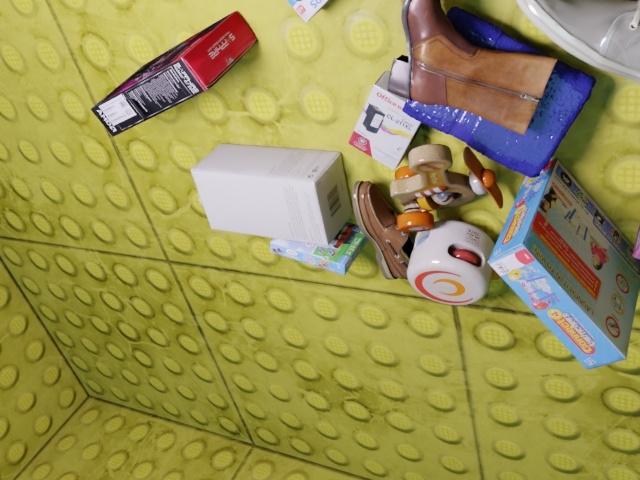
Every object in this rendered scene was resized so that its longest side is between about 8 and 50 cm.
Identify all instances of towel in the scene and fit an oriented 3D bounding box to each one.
[{"bbox_3d":[0.338,-0.283,1.294,0.308,0.076,0.227,31,122,10],"label":"towel"}]

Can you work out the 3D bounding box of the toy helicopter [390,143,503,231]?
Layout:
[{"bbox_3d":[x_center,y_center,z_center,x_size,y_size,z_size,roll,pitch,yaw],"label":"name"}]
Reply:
[{"bbox_3d":[0.257,-0.123,1.387,0.235,0.140,0.355,-4,167,14],"label":"toy helicopter"}]

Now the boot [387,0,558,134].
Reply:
[{"bbox_3d":[0.278,-0.344,1.194,0.281,0.096,0.264,19,117,15],"label":"boot"}]

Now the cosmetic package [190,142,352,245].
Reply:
[{"bbox_3d":[-0.125,-0.123,1.713,0.366,0.155,0.196,10,131,27],"label":"cosmetic package"}]

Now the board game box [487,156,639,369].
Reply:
[{"bbox_3d":[0.501,0.040,1.333,0.308,0.302,0.086,46,138,-10],"label":"board game box"}]

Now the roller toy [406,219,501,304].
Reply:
[{"bbox_3d":[0.311,0.048,1.572,0.209,0.146,0.191,-2,144,31],"label":"roller toy"}]

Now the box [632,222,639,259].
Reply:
[{"bbox_3d":[0.749,-0.030,1.242,0.243,0.117,0.213,23,136,14],"label":"box"}]

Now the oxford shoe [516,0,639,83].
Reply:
[{"bbox_3d":[0.531,-0.334,1.082,0.450,0.169,0.130,27,141,0],"label":"oxford shoe"}]

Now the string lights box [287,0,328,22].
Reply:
[{"bbox_3d":[-0.062,-0.580,1.316,0.259,0.076,0.133,46,136,-11],"label":"string lights box"}]

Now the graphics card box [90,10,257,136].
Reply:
[{"bbox_3d":[-0.346,-0.384,1.567,0.371,0.232,0.094,-13,123,42],"label":"graphics card box"}]

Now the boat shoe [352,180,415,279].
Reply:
[{"bbox_3d":[0.175,-0.029,1.645,0.105,0.110,0.307,-3,135,31],"label":"boat shoe"}]

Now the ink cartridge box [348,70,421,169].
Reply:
[{"bbox_3d":[0.153,-0.261,1.464,0.127,0.072,0.175,31,138,6],"label":"ink cartridge box"}]

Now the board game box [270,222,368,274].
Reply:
[{"bbox_3d":[0.000,0.000,1.737,0.212,0.160,0.039,16,134,21],"label":"board game box"}]
